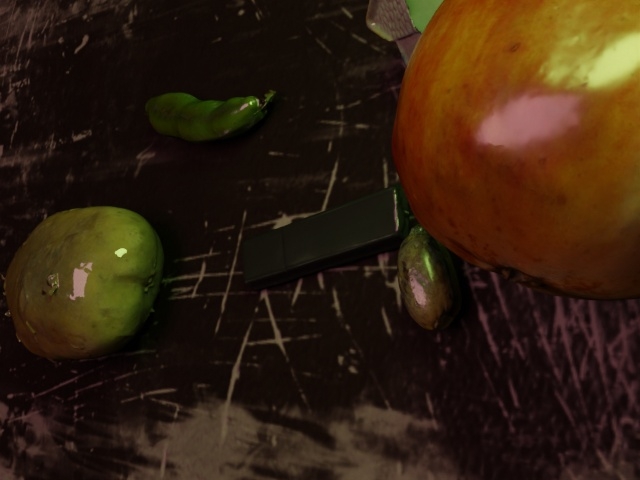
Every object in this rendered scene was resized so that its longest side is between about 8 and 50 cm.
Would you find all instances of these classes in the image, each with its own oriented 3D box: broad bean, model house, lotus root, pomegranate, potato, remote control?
[{"bbox_3d":[-0.140,-0.144,1.271,0.255,0.046,0.065,7,79,50],"label":"broad bean"},{"bbox_3d":[0.104,-0.191,0.967,0.100,0.088,0.100,66,164,-5],"label":"model house"},{"bbox_3d":[0.091,0.030,0.935,0.049,0.054,0.099,-21,64,23],"label":"lotus root"},{"bbox_3d":[0.183,-0.095,0.725,0.252,0.229,0.270,20,85,59],"label":"pomegranate"},{"bbox_3d":[-0.308,0.055,1.350,0.296,0.141,0.191,-13,67,51],"label":"potato"},{"bbox_3d":[0.000,0.000,1.078,0.245,0.025,0.063,-20,69,47],"label":"remote control"}]
